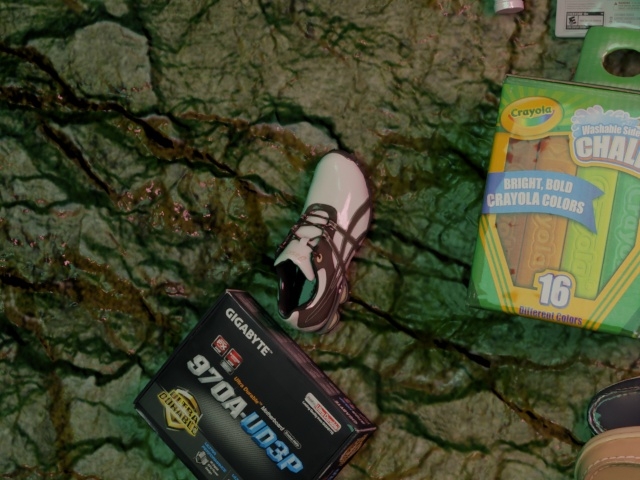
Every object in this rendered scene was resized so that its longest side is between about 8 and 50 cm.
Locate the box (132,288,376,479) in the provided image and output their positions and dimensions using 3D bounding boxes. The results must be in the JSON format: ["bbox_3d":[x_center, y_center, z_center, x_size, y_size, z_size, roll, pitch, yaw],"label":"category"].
[{"bbox_3d":[-0.073,0.189,2.077,0.220,0.051,0.175,46,107,21],"label":"box"}]

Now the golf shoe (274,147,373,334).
[{"bbox_3d":[0.000,0.000,2.028,0.077,0.094,0.198,8,90,27],"label":"golf shoe"}]

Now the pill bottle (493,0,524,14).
[{"bbox_3d":[0.187,-0.274,1.977,0.043,0.043,0.083,-10,84,25],"label":"pill bottle"}]

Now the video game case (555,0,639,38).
[{"bbox_3d":[0.314,-0.272,1.930,0.157,0.019,0.143,3,89,27],"label":"video game case"}]

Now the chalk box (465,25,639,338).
[{"bbox_3d":[0.270,-0.062,1.852,0.180,0.179,0.288,9,92,25],"label":"chalk box"}]

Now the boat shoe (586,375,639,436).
[{"bbox_3d":[0.369,0.181,1.849,0.255,0.079,0.095,11,94,26],"label":"boat shoe"}]

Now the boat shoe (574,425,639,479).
[{"bbox_3d":[0.390,0.269,1.767,0.341,0.110,0.121,17,126,12],"label":"boat shoe"}]
